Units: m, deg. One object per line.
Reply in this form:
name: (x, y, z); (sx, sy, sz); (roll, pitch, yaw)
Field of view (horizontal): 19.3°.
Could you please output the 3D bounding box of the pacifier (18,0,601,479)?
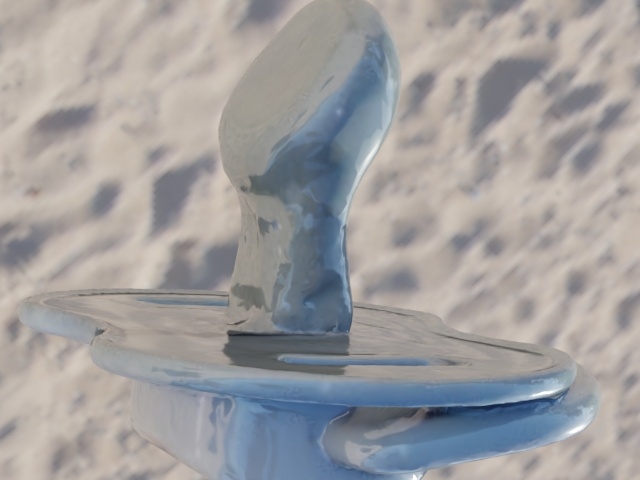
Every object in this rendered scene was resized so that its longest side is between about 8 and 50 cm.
pacifier: (0.000, 0.000, 0.788); (0.227, 0.279, 0.207); (-1, 96, -23)
